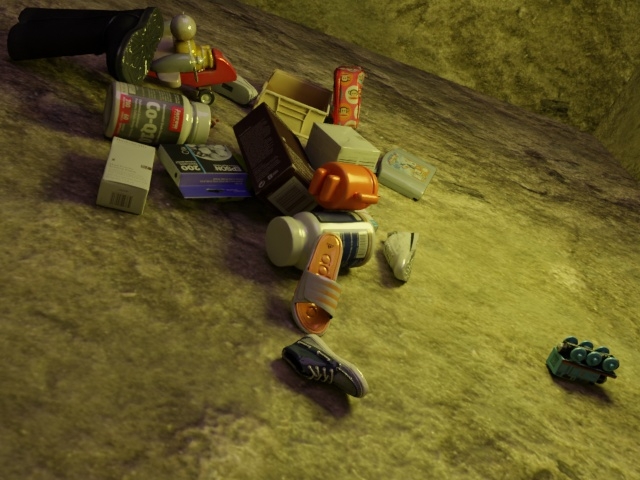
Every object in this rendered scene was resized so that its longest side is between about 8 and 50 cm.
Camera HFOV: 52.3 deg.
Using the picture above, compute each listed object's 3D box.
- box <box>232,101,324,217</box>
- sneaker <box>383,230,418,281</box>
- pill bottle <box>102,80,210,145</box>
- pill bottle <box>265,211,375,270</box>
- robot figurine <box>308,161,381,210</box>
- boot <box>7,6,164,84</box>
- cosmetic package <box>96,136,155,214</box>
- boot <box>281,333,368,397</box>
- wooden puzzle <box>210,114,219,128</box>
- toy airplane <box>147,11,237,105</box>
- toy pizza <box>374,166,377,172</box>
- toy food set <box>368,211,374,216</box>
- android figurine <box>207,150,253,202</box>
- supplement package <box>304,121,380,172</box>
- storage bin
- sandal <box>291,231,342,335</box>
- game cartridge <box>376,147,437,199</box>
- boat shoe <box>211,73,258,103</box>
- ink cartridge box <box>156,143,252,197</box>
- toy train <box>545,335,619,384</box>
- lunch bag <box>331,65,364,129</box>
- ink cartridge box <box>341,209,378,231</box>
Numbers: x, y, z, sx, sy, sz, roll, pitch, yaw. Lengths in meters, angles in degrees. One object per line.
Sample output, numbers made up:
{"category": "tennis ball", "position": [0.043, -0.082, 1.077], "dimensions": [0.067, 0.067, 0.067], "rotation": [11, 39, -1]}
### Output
{"category": "box", "position": [-0.119, -0.222, 1.901], "dimensions": [0.191, 0.143, 0.381], "rotation": [43, 14, -40]}
{"category": "sneaker", "position": [0.223, 0.042, 1.869], "dimensions": [0.094, 0.090, 0.235], "rotation": [14, 26, 7]}
{"category": "pill bottle", "position": [-0.475, -0.357, 1.901], "dimensions": [0.283, 0.161, 0.161], "rotation": [6, 35, -28]}
{"category": "pill bottle", "position": [0.000, 0.000, 1.689], "dimensions": [0.264, 0.153, 0.153], "rotation": [-1, 39, -37]}
{"category": "robot figurine", "position": [0.066, -0.143, 1.728], "dimensions": [0.219, 0.158, 0.128], "rotation": [0, 79, -49]}
{"category": "boot", "position": [-0.740, -0.594, 1.978], "dimensions": [0.445, 0.146, 0.367], "rotation": [3, 40, 4]}
{"category": "cosmetic package", "position": [-0.495, -0.170, 1.671], "dimensions": [0.117, 0.085, 0.231], "rotation": [13, 33, -19]}
{"category": "boot", "position": [0.006, 0.275, 1.362], "dimensions": [0.086, 0.069, 0.190], "rotation": [-21, 44, -42]}
{"category": "wooden puzzle", "position": [-0.369, -0.376, 2.097], "dimensions": [0.049, 0.083, 0.006], "rotation": [43, 17, -38]}
{"category": "toy airplane", "position": [-0.512, -0.639, 2.205], "dimensions": [0.386, 0.272, 0.384], "rotation": [34, 32, 15]}
{"category": "toy pizza", "position": [0.113, -0.295, 2.326], "dimensions": [0.201, 0.032, 0.201], "rotation": [30, 19, -12]}
{"category": "toy food set", "position": [0.113, -0.088, 2.038], "dimensions": [0.078, 0.019, 0.122], "rotation": [35, 32, 18]}
{"category": "android figurine", "position": [-0.300, -0.197, 1.879], "dimensions": [0.272, 0.056, 0.248], "rotation": [-7, 42, -41]}
{"category": "supplement package", "position": [0.050, -0.228, 2.010], "dimensions": [0.149, 0.203, 0.194], "rotation": [3, 30, -31]}
{"category": "storage bin", "position": [-0.103, -0.516, 2.453], "dimensions": [0.260, 0.123, 0.262], "rotation": [21, 31, -7]}
{"category": "sandal", "position": [0.004, 0.088, 1.521], "dimensions": [0.102, 0.076, 0.265], "rotation": [20, 64, -16]}
{"category": "game cartridge", "position": [0.314, -0.253, 2.411], "dimensions": [0.198, 0.062, 0.297], "rotation": [32, 31, 4]}
{"category": "boat shoe", "position": [-0.350, -0.590, 2.434], "dimensions": [0.258, 0.095, 0.084], "rotation": [38, 29, 8]}
{"category": "ink cartridge box", "position": [-0.311, -0.192, 1.774], "dimensions": [0.206, 0.045, 0.208], "rotation": [-5, 42, -37]}
{"category": "toy train", "position": [0.697, 0.324, 1.727], "dimensions": [0.184, 0.105, 0.080], "rotation": [18, 23, -11]}
{"category": "lunch bag", "position": [0.107, -0.535, 2.516], "dimensions": [0.120, 0.258, 0.293], "rotation": [3, 18, 3]}
{"category": "ink cartridge box", "position": [0.106, -0.045, 1.898], "dimensions": [0.052, 0.088, 0.122], "rotation": [1, 37, -34]}
